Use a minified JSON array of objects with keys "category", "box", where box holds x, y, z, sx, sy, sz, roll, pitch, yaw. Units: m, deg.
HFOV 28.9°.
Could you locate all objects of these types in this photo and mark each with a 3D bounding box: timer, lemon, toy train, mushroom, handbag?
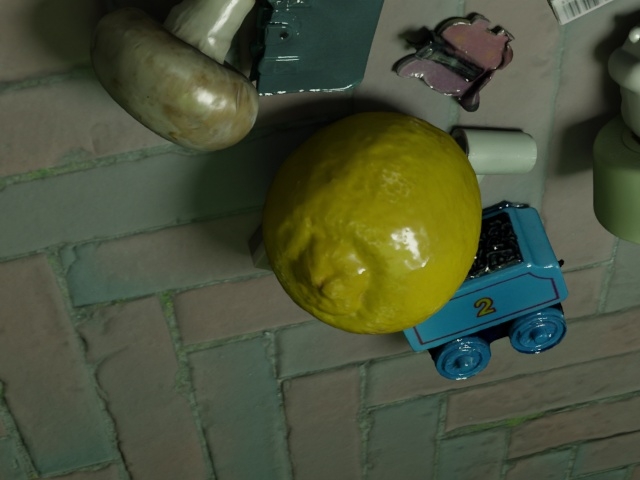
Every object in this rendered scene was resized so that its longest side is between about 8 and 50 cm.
[{"category":"timer","box":[0.535,-0.194,1.890,0.290,0.291,0.315,-18,118,3]},{"category":"lemon","box":[0.081,-0.030,1.839,0.348,0.348,0.348,-9,140,-8]},{"category":"toy train","box":[0.284,0.087,2.163,0.300,0.188,0.265,-21,136,8]},{"category":"mushroom","box":[-0.166,-0.242,1.608,0.243,0.244,0.243,-9,140,-8]},{"category":"handbag","box":[-0.011,-0.296,1.680,0.179,0.062,0.229,-9,141,-22]}]

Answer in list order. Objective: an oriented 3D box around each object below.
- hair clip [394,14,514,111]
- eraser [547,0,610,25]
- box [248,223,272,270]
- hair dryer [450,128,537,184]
[{"category":"hair clip","box":[0.201,-0.269,1.821,0.187,0.056,0.146,13,132,-43]},{"category":"eraser","box":[0.393,-0.390,1.675,0.210,0.124,0.068,-25,140,10]},{"category":"box","box":[0.000,0.000,2.056,0.201,0.058,0.141,13,133,-32]},{"category":"hair dryer","box":[0.251,-0.087,2.032,0.131,0.073,0.236,0,141,-21]}]
